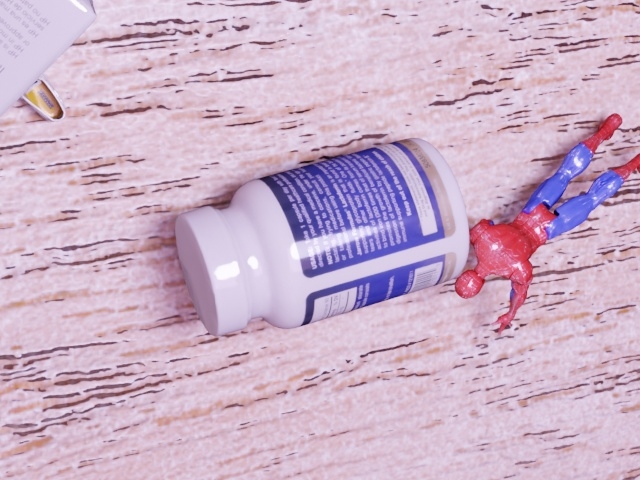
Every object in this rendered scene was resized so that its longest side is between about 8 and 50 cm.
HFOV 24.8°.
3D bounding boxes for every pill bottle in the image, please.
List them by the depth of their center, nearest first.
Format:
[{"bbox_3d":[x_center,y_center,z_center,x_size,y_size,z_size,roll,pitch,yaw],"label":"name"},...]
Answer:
[{"bbox_3d":[0.000,0.000,1.438,0.264,0.153,0.153,-16,109,-18],"label":"pill bottle"}]

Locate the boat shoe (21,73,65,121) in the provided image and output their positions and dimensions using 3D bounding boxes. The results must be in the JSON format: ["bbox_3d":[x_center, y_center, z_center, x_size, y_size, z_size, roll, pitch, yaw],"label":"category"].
[{"bbox_3d":[-0.273,-0.149,1.352,0.035,0.035,0.100,-40,115,-7],"label":"boat shoe"}]

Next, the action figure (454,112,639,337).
[{"bbox_3d":[0.234,-0.008,1.560,0.280,0.139,0.091,-37,72,-28],"label":"action figure"}]

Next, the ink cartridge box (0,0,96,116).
[{"bbox_3d":[-0.422,-0.158,1.175,0.395,0.166,0.285,-43,115,9],"label":"ink cartridge box"}]
